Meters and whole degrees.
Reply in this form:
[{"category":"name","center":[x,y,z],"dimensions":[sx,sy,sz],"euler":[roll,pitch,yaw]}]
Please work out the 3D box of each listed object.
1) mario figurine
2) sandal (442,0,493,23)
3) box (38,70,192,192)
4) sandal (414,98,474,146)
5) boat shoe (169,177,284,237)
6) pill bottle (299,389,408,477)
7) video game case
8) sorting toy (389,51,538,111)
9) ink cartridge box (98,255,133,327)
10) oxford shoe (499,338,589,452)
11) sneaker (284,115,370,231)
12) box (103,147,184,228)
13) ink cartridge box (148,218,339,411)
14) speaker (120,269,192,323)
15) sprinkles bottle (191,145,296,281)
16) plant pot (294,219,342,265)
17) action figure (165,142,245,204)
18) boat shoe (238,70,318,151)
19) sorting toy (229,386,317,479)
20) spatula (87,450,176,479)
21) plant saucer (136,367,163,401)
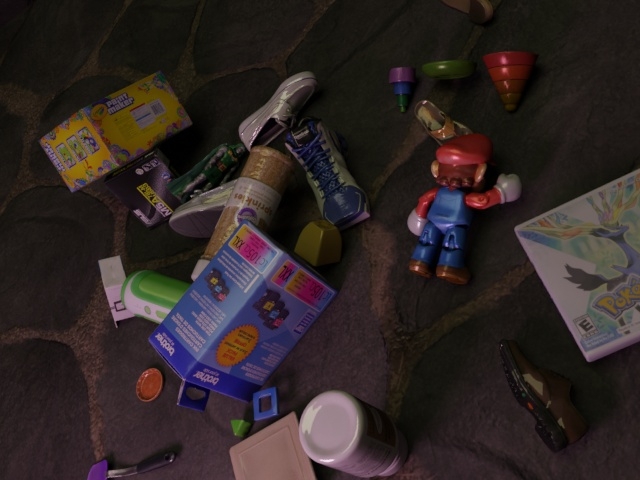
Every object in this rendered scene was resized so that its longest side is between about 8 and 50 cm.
[{"category":"mario figurine","center":[0.301,-0.068,1.523],"dimensions":[0.198,0.170,0.320],"euler":[17,85,1]},{"category":"sandal","center":[0.365,-0.623,1.796],"dimensions":[0.079,0.088,0.240],"euler":[-24,56,-19]},{"category":"box","center":[-0.573,-0.302,2.021],"dimensions":[0.279,0.177,0.290],"euler":[-17,18,44]},{"category":"sandal","center":[0.277,-0.263,1.646],"dimensions":[0.072,0.049,0.180],"euler":[-48,65,11]},{"category":"boat shoe","center":[-0.244,-0.099,1.873],"dimensions":[0.321,0.118,0.103],"euler":[-22,48,17]},{"category":"pill bottle","center":[0.071,0.368,1.338],"dimensions":[0.131,0.229,0.131],"euler":[-15,58,26]},{"category":"video game case","center":[0.565,0.023,1.304],"dimensions":[0.329,0.036,0.300],"euler":[-26,54,10]},{"category":"sorting toy","center":[0.321,-0.351,1.668],"dimensions":[0.366,0.127,0.126],"euler":[1,96,36]},{"category":"ink cartridge box","center":[-0.540,0.139,1.927],"dimensions":[0.060,0.180,0.104],"euler":[-15,51,-15]},{"category":"oxford shoe","center":[0.398,0.264,1.295],"dimensions":[0.096,0.082,0.227],"euler":[-25,52,-4]},{"category":"sneaker","center":[-0.003,-0.179,1.710],"dimensions":[0.127,0.182,0.315],"euler":[-30,53,18]},{"category":"box","center":[-0.461,-0.140,1.979],"dimensions":[0.184,0.190,0.045],"euler":[-26,36,18]},{"category":"ink cartridge box","center":[-0.179,0.186,1.568],"dimensions":[0.395,0.270,0.151],"euler":[-50,56,1]},{"category":"speaker","center":[-0.356,0.158,1.785],"dimensions":[0.297,0.131,0.131],"euler":[14,74,33]},{"category":"sprinkles bottle","center":[-0.178,-0.045,1.694],"dimensions":[0.121,0.121,0.355],"euler":[11,71,36]},{"category":"plant pot","center":[0.000,0.000,1.655],"dimensions":[0.081,0.082,0.083],"euler":[34,123,40]},{"category":"action figure","center":[-0.290,-0.182,1.949],"dimensions":[0.232,0.137,0.063],"euler":[-47,38,-10]},{"category":"boat shoe","center":[-0.105,-0.336,1.918],"dimensions":[0.268,0.096,0.088],"euler":[-36,56,13]},{"category":"sorting toy","center":[-0.093,0.482,1.506],"dimensions":[0.196,0.047,0.347],"euler":[-35,51,18]},{"category":"spatula","center":[-0.456,0.546,1.713],"dimensions":[0.297,0.030,0.084],"euler":[-22,53,22]},{"category":"plant saucer","center":[-0.425,0.361,1.802],"dimensions":[0.084,0.013,0.083],"euler":[-16,58,26]}]
